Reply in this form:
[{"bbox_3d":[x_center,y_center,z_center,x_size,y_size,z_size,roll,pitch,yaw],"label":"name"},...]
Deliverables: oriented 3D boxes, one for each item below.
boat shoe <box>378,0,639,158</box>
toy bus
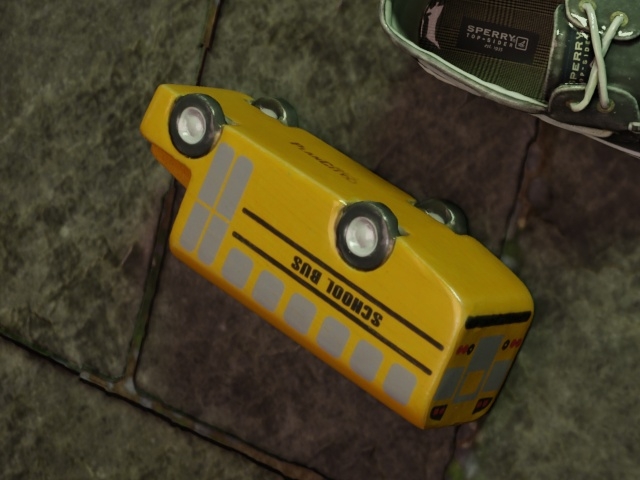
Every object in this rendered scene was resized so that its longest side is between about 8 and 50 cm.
[{"bbox_3d":[0.184,-0.116,1.245,0.335,0.119,0.121,12,97,35],"label":"boat shoe"},{"bbox_3d":[0.000,0.000,1.389,0.332,0.108,0.130,33,111,31],"label":"toy bus"}]
